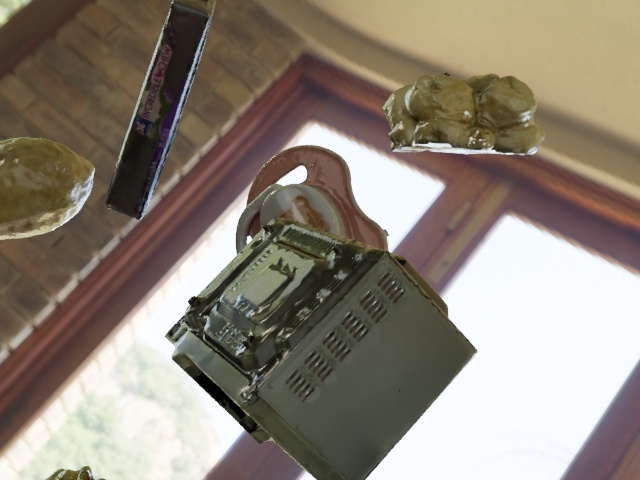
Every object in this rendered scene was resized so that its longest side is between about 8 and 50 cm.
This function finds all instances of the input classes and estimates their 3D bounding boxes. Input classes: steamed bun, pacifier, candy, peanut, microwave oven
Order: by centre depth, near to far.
[{"bbox_3d":[0.174,-0.162,1.311,0.177,0.106,0.192,1,3,-25],"label":"steamed bun"},{"bbox_3d":[-0.021,0.126,1.361,0.218,0.286,0.355,47,-10,-22],"label":"microwave oven"},{"bbox_3d":[-0.213,-0.179,1.380,0.061,0.312,0.088,19,24,-10],"label":"candy"},{"bbox_3d":[-0.550,-0.072,1.659,0.192,0.387,0.170,-22,99,-87],"label":"peanut"},{"bbox_3d":[-0.001,-0.011,1.861,0.332,0.273,0.220,62,-31,17],"label":"pacifier"}]

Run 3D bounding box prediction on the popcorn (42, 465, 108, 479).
[{"bbox_3d":[-0.298,0.393,1.247,0.233,0.192,0.266,48,-53,34],"label":"popcorn"}]
